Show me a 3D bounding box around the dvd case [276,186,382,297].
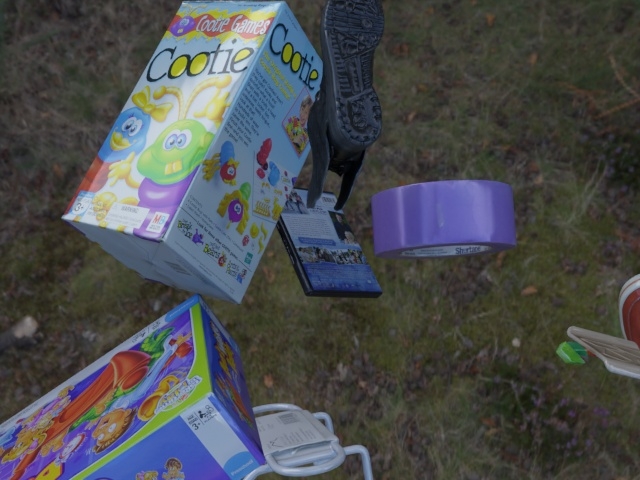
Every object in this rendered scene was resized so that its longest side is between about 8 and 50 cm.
[{"bbox_3d":[0.000,0.000,1.460,0.180,0.022,0.253,5,49,-41],"label":"dvd case"}]

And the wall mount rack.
[{"bbox_3d":[-0.092,0.368,1.227,0.304,0.131,0.350,-9,5,-15],"label":"wall mount rack"}]

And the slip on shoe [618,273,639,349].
[{"bbox_3d":[0.500,0.186,1.040,0.123,0.331,0.101,-23,15,18],"label":"slip on shoe"}]

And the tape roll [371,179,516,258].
[{"bbox_3d":[0.163,-0.024,1.033,0.189,0.189,0.080,-4,84,3],"label":"tape roll"}]

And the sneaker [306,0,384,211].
[{"bbox_3d":[0.015,-0.115,0.624,0.051,0.089,0.170,3,76,-17],"label":"sneaker"}]

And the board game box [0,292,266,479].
[{"bbox_3d":[-0.225,0.207,0.691,0.347,0.078,0.233,-34,19,-2],"label":"board game box"}]

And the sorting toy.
[{"bbox_3d":[0.187,0.075,0.511,0.083,0.012,0.062,14,14,-11],"label":"sorting toy"}]

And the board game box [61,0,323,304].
[{"bbox_3d":[-0.116,-0.097,0.812,0.142,0.144,0.275,11,67,32],"label":"board game box"}]
